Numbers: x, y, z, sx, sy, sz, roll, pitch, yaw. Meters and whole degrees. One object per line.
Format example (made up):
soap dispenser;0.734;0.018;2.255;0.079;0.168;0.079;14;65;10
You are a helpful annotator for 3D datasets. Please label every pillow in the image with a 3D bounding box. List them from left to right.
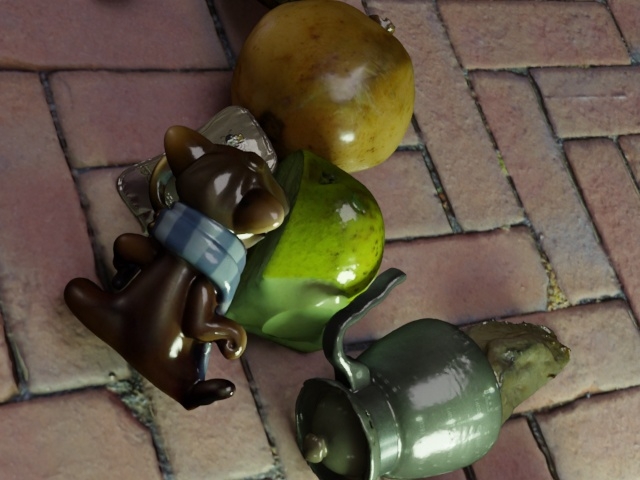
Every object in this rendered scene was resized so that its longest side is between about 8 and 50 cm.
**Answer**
pillow;-0.177;-0.098;1.953;0.232;0.038;0.131;-33;78;-12

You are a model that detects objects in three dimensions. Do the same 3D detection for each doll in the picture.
doll;-0.170;0.031;1.783;0.318;0.340;0.209;30;2;28

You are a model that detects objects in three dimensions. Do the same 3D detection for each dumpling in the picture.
dumpling;0.300;0.195;2.150;0.166;0.086;0.332;54;43;-1

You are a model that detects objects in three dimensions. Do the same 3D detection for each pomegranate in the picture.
pomegranate;0.004;-0.230;2.063;0.307;0.307;0.307;17;55;-27

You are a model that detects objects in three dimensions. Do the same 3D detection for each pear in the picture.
pear;0.000;0.000;1.918;0.176;0.282;0.286;22;53;-14

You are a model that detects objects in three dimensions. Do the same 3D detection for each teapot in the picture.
teapot;0.098;0.223;1.859;0.285;0.305;0.223;-20;52;-34

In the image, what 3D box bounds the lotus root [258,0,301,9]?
lotus root;-0.045;-0.496;2.199;0.179;0.196;0.397;21;33;-16
